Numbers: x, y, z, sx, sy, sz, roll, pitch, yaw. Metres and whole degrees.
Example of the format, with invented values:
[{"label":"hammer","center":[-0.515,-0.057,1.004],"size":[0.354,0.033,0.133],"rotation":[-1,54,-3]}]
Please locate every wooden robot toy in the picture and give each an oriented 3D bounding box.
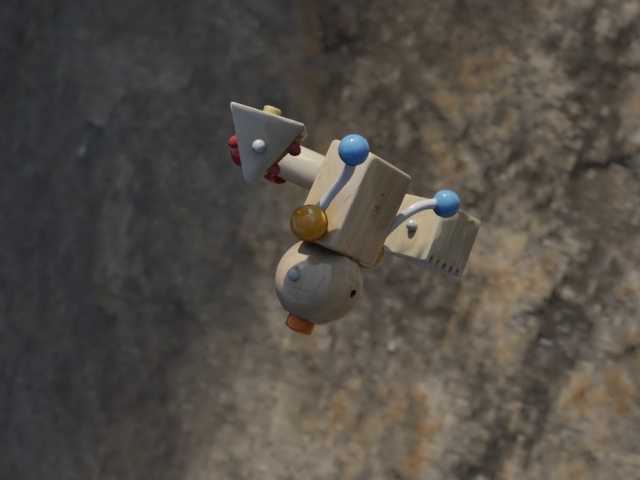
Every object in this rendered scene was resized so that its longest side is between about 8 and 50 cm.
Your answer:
[{"label":"wooden robot toy","center":[0.000,0.000,0.766],"size":[0.076,0.173,0.079],"rotation":[17,85,29]}]
